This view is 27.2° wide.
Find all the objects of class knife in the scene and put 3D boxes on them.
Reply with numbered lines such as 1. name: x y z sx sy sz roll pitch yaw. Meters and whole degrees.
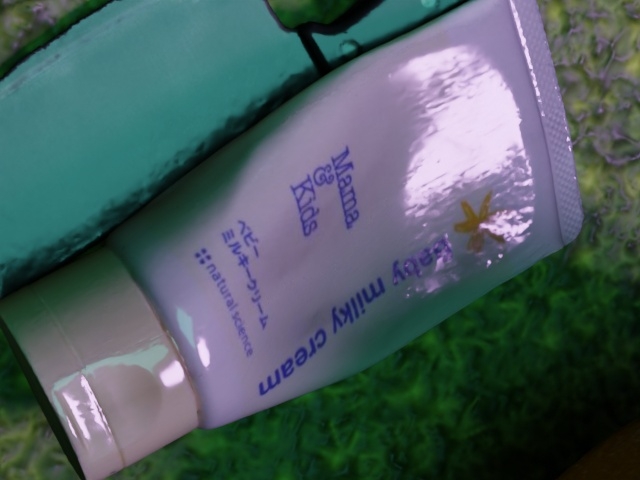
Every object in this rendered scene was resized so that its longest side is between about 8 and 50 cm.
1. knife: -0.037 -0.065 0.470 0.245 0.019 0.072 -33 107 -8

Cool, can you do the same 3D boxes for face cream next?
1. face cream: 0.000 0.000 0.471 0.224 0.070 0.114 -28 119 -17

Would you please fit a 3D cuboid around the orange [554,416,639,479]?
1. orange: 0.169 0.170 0.458 0.264 0.264 0.264 -3 100 -17
